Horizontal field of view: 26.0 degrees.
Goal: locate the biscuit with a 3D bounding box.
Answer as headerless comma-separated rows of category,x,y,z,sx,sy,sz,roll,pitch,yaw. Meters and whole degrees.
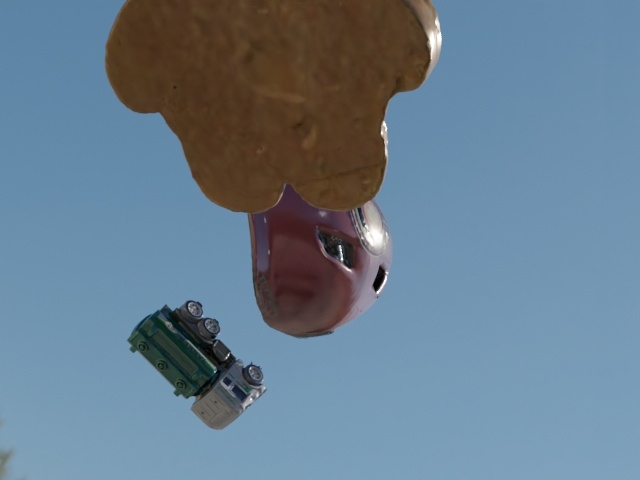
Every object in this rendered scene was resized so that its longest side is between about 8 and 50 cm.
biscuit,-0.034,-0.148,0.667,0.202,0.044,0.288,-7,-63,20

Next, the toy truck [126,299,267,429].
toy truck,-0.074,0.074,0.821,0.083,0.044,0.039,46,-55,-4

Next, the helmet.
helmet,0.000,0.000,1.467,0.154,0.198,0.253,-9,-17,-2
